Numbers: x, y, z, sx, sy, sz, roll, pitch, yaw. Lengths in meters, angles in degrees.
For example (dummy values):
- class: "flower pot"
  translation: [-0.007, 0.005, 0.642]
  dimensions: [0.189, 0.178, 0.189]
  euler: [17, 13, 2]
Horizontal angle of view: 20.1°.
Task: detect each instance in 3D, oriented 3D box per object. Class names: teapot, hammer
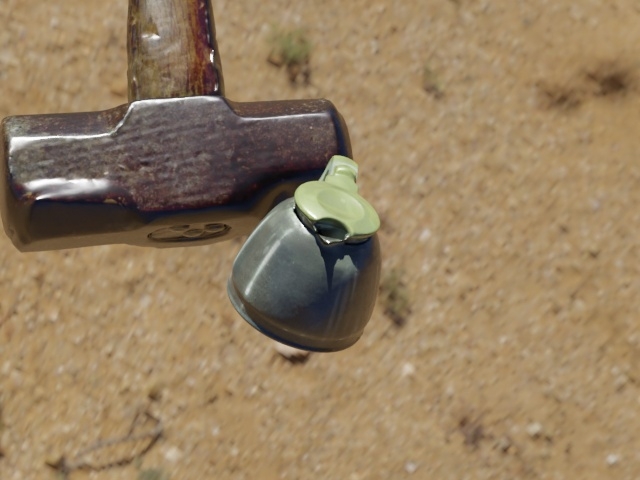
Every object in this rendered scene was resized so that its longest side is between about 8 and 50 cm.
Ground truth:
- class: "teapot"
  translation: [-0.007, 0.000, 1.120]
  dimensions: [0.092, 0.090, 0.124]
  euler: [6, 34, -30]
- class: "hammer"
  translation: [-0.111, -0.195, 1.282]
  dimensions: [0.243, 0.095, 0.408]
  euler: [-2, 79, -13]
